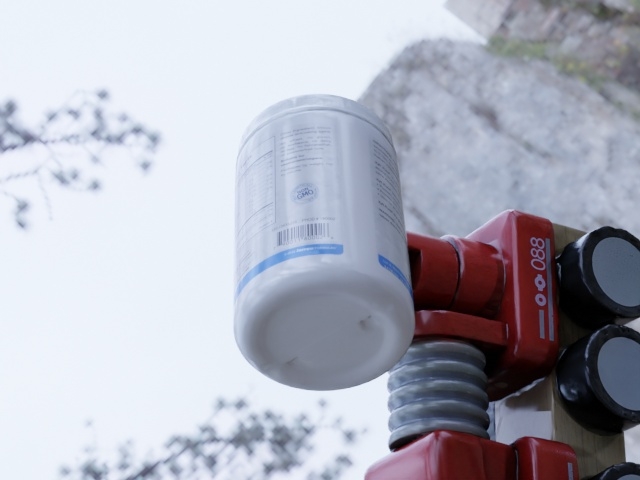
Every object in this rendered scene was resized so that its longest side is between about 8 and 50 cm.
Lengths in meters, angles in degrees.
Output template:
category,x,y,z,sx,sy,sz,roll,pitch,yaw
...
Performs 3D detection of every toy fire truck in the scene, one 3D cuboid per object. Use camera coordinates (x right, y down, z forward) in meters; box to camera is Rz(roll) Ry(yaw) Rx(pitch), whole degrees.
category,x,y,z,sx,sy,sz,roll,pitch,yaw
toy fire truck,0.067,0.072,0.757,0.246,0.217,0.158,14,-28,-23

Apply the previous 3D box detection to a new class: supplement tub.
category,x,y,z,sx,sy,sz,roll,pitch,yaw
supplement tub,0.000,0.000,0.566,0.071,0.107,0.071,-1,-46,-1
